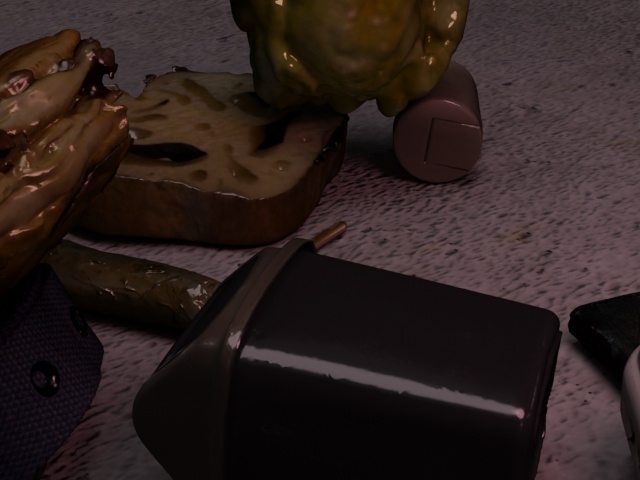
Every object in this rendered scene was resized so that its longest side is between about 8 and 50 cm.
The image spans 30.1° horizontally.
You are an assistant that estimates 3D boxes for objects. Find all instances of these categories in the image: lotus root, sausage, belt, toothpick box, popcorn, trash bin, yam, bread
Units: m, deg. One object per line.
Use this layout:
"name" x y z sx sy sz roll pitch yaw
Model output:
"lotus root" -0.144 -0.104 1.447 0.390 0.111 0.375 -12 29 -26
"sausage" 0.000 0.000 1.316 0.015 0.015 0.100 15 32 32
"belt" -0.256 0.121 0.978 0.139 0.126 0.230 -27 22 15
"toothpick box" 0.148 -0.155 1.512 0.111 0.111 0.181 0 25 6
"popcorn" 0.042 -0.309 1.411 0.312 0.312 0.312 -2 26 1
"trash bin" 0.025 0.115 0.905 0.290 0.182 0.209 10 28 13
"yam" -0.236 0.037 1.206 0.317 0.071 0.067 11 66 25
"bread" -0.306 -0.023 0.961 0.324 0.167 0.277 -14 26 36

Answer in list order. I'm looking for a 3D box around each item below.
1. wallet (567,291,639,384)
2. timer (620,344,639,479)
"wallet" 0.349 0.126 0.994 0.172 0.045 0.318 -12 28 -12
"timer" 0.351 0.132 0.840 0.262 0.087 0.237 1 28 3
